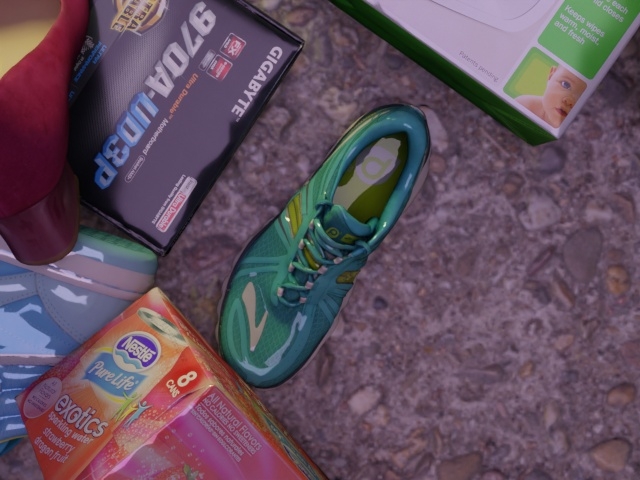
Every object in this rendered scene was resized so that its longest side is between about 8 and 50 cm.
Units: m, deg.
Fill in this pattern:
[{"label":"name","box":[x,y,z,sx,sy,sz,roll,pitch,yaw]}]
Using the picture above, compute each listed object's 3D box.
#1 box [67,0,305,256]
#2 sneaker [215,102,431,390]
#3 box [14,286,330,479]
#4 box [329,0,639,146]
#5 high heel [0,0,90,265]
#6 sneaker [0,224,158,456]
[{"label":"box","box":[-0.145,-0.123,1.145,0.175,0.051,0.220,34,89,-3]},{"label":"sneaker","box":[0.000,0.000,1.126,0.107,0.110,0.275,32,90,-3]},{"label":"box","box":[-0.078,0.203,1.041,0.142,0.154,0.300,-38,124,-1]},{"label":"box","box":[0.148,-0.246,1.123,0.262,0.127,0.231,36,91,-3]},{"label":"high heel","box":[-0.245,-0.176,1.009,0.127,0.181,0.377,-18,60,-2]},{"label":"sneaker","box":[-0.306,0.064,1.077,0.319,0.127,0.208,15,94,4]}]
